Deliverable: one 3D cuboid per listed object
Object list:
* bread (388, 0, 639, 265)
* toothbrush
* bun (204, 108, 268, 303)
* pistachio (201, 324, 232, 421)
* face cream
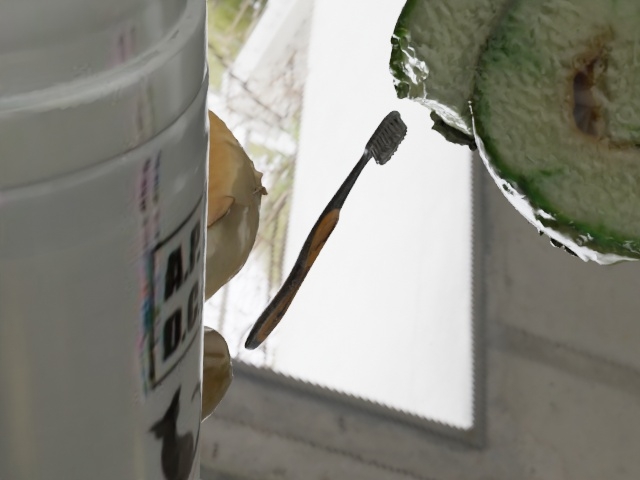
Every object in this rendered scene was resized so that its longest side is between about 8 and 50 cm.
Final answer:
[{"bbox_3d":[0.252,-0.159,1.238,0.382,0.129,0.366,-2,-93,14],"label":"bread"},{"bbox_3d":[-0.001,-0.002,1.365,0.023,0.321,0.031,9,-141,-36],"label":"toothbrush"},{"bbox_3d":[-0.197,-0.012,1.216,0.299,0.165,0.299,3,-139,-2],"label":"bun"},{"bbox_3d":[-0.178,0.154,1.493,0.124,0.185,0.124,21,-115,-56],"label":"pistachio"},{"bbox_3d":[-0.101,-0.041,0.373,0.145,0.370,0.145,4,-144,-3],"label":"face cream"}]
